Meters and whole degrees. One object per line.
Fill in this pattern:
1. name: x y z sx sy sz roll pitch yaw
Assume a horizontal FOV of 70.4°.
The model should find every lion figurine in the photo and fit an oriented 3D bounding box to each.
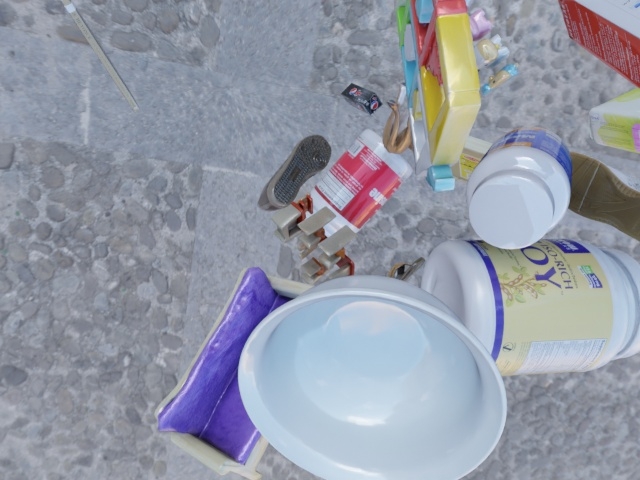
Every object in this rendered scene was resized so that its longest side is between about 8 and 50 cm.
1. lion figurine: 0.258 -0.328 1.305 0.392 0.142 0.240 -26 149 -44

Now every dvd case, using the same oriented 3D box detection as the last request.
1. dvd case: -0.446 -0.381 0.923 0.018 0.164 0.221 -33 127 -9

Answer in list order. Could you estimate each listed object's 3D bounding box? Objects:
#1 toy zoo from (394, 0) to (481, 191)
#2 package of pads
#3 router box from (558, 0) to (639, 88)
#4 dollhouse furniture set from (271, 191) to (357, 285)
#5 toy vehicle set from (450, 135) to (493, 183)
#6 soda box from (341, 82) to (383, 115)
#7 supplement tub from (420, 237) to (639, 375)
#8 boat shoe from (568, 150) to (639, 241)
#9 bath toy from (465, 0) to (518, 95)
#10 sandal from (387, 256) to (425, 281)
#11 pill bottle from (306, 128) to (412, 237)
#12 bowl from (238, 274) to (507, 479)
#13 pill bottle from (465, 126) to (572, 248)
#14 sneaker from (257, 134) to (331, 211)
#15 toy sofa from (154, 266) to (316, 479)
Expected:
1. toy zoo: 0.121 -0.196 0.500 0.030 0.192 0.293 -5 79 2
2. package of pads: 0.814 -0.283 1.049 0.229 0.296 0.101 -24 115 -1
3. router box: 0.456 -0.266 0.411 0.335 0.301 0.082 -32 132 20
4. dollhouse furniture set: 0.000 0.000 1.197 0.135 0.259 0.262 -36 154 -20
5. toy vehicle set: 0.401 -0.200 1.180 0.035 0.266 0.166 -54 150 -13
6. soda box: 0.140 -0.487 1.559 0.060 0.169 0.053 -44 130 2
7. supplement tub: 0.374 0.116 0.818 0.331 0.241 0.241 -1 108 -9
8. boat shoe: 0.542 -0.073 0.833 0.096 0.277 0.098 -2 128 -39
9. bath toy: 0.455 -0.615 1.369 0.129 0.151 0.348 -32 84 24
10. sandal: 0.245 0.105 1.432 0.090 0.219 0.060 -34 82 -33
11. pill bottle: 0.111 -0.172 1.617 0.229 0.229 0.408 38 101 -20
12. bowl: 0.062 0.153 0.555 0.297 0.134 0.298 6 117 12
13. pill bottle: 0.326 -0.090 0.746 0.152 0.272 0.152 12 117 25
14. sneaker: -0.051 -0.123 0.807 0.066 0.071 0.188 52 51 -19
15. toy sofa: -0.127 0.237 0.860 0.363 0.150 0.177 -61 138 -24
